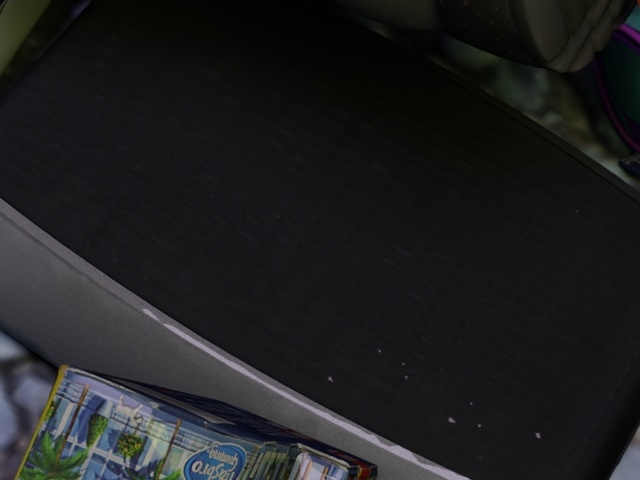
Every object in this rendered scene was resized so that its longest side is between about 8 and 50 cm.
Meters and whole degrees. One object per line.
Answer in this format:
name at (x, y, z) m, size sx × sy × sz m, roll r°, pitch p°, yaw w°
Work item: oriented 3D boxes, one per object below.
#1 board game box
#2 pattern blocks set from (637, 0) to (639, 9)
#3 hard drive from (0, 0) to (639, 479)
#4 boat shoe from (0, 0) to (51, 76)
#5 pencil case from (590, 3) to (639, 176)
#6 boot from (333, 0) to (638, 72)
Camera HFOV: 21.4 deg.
board game box at (-0.055, 0.136, 0.430) m, size 0.060 × 0.194 × 0.194 m, roll 21°, pitch 86°, yaw 9°
pattern blocks set at (0.221, -0.012, 0.566) m, size 0.285 × 0.026 × 0.325 m, roll 40°, pitch 49°, yaw -6°
hard drive at (0.000, 0.000, 0.595) m, size 0.255 × 0.054 × 0.172 m, roll 30°, pitch 59°, yaw 12°
boat shoe at (-0.173, -0.076, 0.601) m, size 0.088 × 0.096 × 0.267 m, roll 16°, pitch 60°, yaw 19°
pencil case at (0.179, -0.081, 0.662) m, size 0.152 × 0.064 × 0.070 m, roll -24°, pitch 48°, yaw -20°
boot at (0.041, -0.166, 0.642) m, size 0.223 × 0.118 × 0.338 m, roll 13°, pitch 25°, yaw 25°
